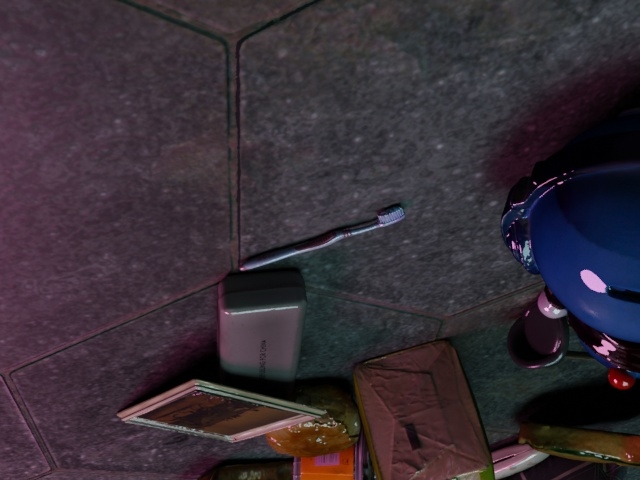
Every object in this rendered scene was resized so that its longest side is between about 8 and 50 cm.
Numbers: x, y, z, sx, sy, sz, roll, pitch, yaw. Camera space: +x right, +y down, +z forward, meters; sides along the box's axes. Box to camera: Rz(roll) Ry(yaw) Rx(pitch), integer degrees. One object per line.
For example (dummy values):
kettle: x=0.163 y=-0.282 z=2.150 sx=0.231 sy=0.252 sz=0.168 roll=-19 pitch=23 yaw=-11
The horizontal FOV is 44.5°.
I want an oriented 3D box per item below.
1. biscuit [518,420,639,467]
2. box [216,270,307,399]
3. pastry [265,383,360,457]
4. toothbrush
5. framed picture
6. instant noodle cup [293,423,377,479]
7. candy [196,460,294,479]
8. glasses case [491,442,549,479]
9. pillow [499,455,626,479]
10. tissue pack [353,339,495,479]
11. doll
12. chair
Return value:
biscuit: x=0.531 y=0.366 z=1.372 sx=0.344 sy=0.057 sz=0.287 roll=10 pitch=169 yaw=-18
box: x=-0.077 y=0.127 z=0.971 sx=0.103 sy=0.055 sz=0.243 roll=-5 pitch=143 yaw=-11
pastry: x=-0.012 y=0.273 z=1.169 sx=0.153 sy=0.081 sz=0.153 roll=-8 pitch=148 yaw=-5
toothbrush: x=0.000 y=0.000 z=0.856 sx=0.193 sy=0.013 sz=0.019 roll=-19 pitch=138 yaw=8
framed picture: x=-0.140 y=0.239 z=1.062 sx=0.197 sy=0.014 sz=0.252 roll=20 pitch=150 yaw=-29
instant noodle cup: x=0.024 y=0.381 z=1.271 sx=0.126 sy=0.177 sz=0.208 roll=-3 pitch=159 yaw=8
candy: x=-0.099 y=0.438 z=1.358 sx=0.271 sy=0.101 sz=0.143 roll=3 pitch=149 yaw=-31
glasses case: x=0.352 y=0.438 z=1.532 sx=0.204 sy=0.051 sz=0.081 roll=-31 pitch=149 yaw=27
pillow: x=0.445 y=0.507 z=1.543 sx=0.335 sy=0.161 sz=0.092 roll=-26 pitch=151 yaw=6
tissue pack: x=0.162 y=0.308 z=1.171 sx=0.167 sy=0.200 sz=0.274 roll=-18 pitch=145 yaw=4
doll: x=0.330 y=0.007 z=0.780 sx=0.284 sy=0.240 sz=0.310 roll=7 pitch=144 yaw=22
chair: x=0.372 y=0.119 z=1.082 sx=0.222 sy=0.104 sz=0.095 roll=-4 pitch=118 yaw=-20
